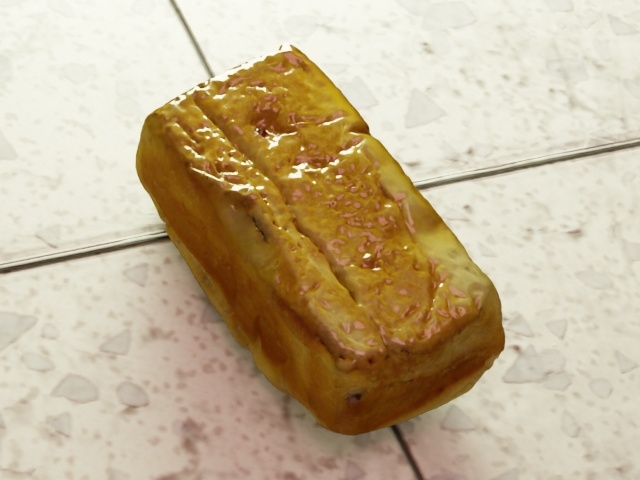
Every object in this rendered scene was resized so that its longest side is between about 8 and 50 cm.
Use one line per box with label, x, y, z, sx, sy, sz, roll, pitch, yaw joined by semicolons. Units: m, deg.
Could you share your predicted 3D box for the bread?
bread;0.000;0.000;1.395;0.166;0.132;0.294;-22;61;-30
